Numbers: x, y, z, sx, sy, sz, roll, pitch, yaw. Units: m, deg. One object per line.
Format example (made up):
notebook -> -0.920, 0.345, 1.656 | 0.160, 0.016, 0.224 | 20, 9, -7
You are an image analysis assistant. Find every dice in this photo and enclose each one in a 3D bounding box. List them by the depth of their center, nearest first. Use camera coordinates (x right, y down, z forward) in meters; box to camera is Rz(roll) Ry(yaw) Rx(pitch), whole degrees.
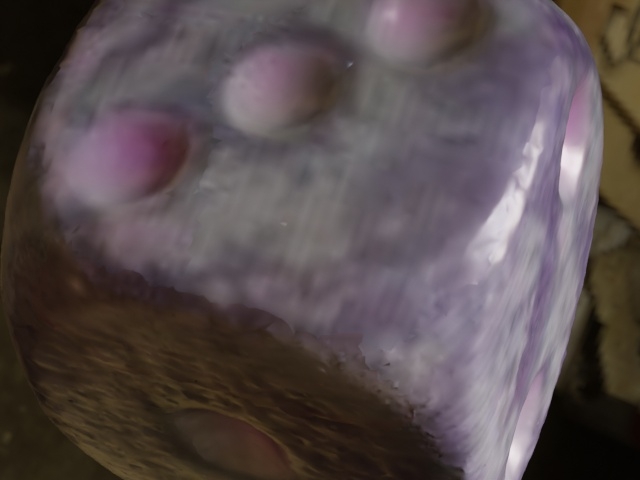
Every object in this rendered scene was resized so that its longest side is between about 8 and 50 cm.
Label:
dice -> 0.000, 0.000, 1.064 | 0.270, 0.270, 0.271 | 77, 30, -56
